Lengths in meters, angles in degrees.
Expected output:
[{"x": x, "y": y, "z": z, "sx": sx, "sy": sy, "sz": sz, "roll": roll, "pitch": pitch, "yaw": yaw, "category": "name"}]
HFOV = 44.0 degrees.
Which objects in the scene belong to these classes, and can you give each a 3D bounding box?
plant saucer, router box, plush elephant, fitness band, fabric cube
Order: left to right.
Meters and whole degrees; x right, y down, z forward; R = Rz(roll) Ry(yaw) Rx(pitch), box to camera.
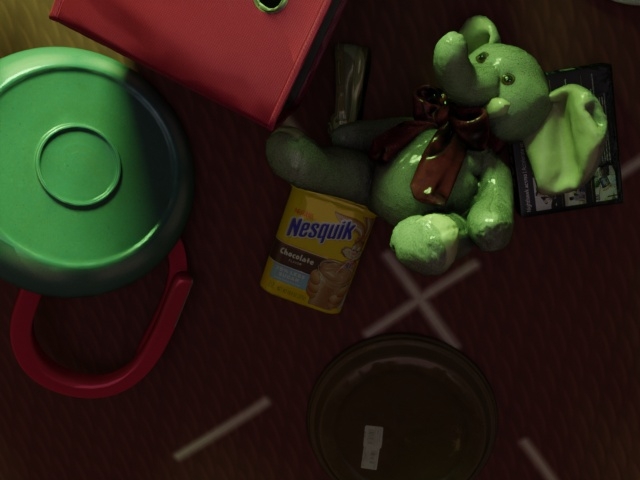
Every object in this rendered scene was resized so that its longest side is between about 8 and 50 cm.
[{"x": -0.299, "y": -0.089, "z": 0.974, "sx": 0.317, "sy": 0.043, "sz": 0.318, "roll": 3, "pitch": 83, "yaw": -28, "category": "plant saucer"}, {"x": -0.296, "y": 0.078, "z": 1.075, "sx": 0.209, "sy": 0.054, "sz": 0.291, "roll": 21, "pitch": 104, "yaw": -20, "category": "fitness band"}, {"x": -0.099, "y": -0.305, "z": 0.890, "sx": 0.258, "sy": 0.259, "sz": 0.254, "roll": 27, "pitch": 105, "yaw": -3, "category": "fabric cube"}, {"x": 0.117, "y": 0.268, "z": 1.134, "sx": 0.277, "sy": 0.041, "sz": 0.278, "roll": 1, "pitch": 105, "yaw": 4, "category": "plant saucer"}, {"x": 0.161, "y": -0.124, "z": 0.908, "sx": 0.272, "sy": 0.330, "sz": 0.255, "roll": 39, "pitch": 113, "yaw": 39, "category": "plush elephant"}, {"x": 0.310, "y": -0.127, "z": 1.018, "sx": 0.133, "sy": 0.046, "sz": 0.179, "roll": -8, "pitch": 103, "yaw": 6, "category": "router box"}]

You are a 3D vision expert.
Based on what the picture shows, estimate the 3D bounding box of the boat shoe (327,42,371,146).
[{"x": 0.030, "y": -0.175, "z": 1.021, "sx": 0.048, "sy": 0.056, "sz": 0.153, "roll": 11, "pitch": 103, "yaw": 10, "category": "boat shoe"}]

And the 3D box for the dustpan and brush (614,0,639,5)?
[{"x": 0.398, "y": -0.312, "z": 0.946, "sx": 0.211, "sy": 0.147, "sz": 0.060, "roll": 26, "pitch": 66, "yaw": -33, "category": "dustpan and brush"}]

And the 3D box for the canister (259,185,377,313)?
[{"x": 0.000, "y": 0.000, "z": 1.057, "sx": 0.126, "sy": 0.073, "sz": 0.170, "roll": 19, "pitch": 106, "yaw": -1, "category": "canister"}]
